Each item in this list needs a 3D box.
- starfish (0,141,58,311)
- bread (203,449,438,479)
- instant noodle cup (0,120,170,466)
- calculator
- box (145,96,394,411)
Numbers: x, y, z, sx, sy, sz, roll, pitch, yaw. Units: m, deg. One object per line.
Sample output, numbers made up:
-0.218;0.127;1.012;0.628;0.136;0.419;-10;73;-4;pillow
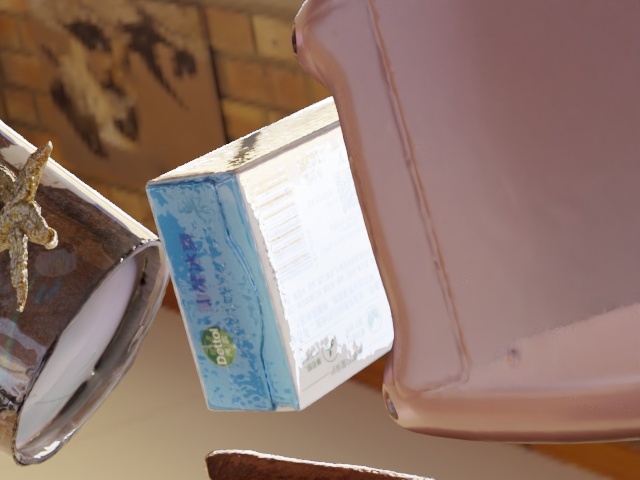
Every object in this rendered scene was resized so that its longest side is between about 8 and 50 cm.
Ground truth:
-0.143;-0.017;0.779;0.016;0.086;0.092;7;-153;-33;starfish
-0.003;0.178;0.977;0.192;0.067;0.119;7;-149;27;bread
-0.227;0.022;1.063;0.207;0.217;0.217;31;-146;11;instant noodle cup
0.112;-0.051;0.514;0.048;0.220;0.330;-5;166;-45;calculator
0.001;0.000;0.964;0.073;0.139;0.194;-5;-164;38;box
